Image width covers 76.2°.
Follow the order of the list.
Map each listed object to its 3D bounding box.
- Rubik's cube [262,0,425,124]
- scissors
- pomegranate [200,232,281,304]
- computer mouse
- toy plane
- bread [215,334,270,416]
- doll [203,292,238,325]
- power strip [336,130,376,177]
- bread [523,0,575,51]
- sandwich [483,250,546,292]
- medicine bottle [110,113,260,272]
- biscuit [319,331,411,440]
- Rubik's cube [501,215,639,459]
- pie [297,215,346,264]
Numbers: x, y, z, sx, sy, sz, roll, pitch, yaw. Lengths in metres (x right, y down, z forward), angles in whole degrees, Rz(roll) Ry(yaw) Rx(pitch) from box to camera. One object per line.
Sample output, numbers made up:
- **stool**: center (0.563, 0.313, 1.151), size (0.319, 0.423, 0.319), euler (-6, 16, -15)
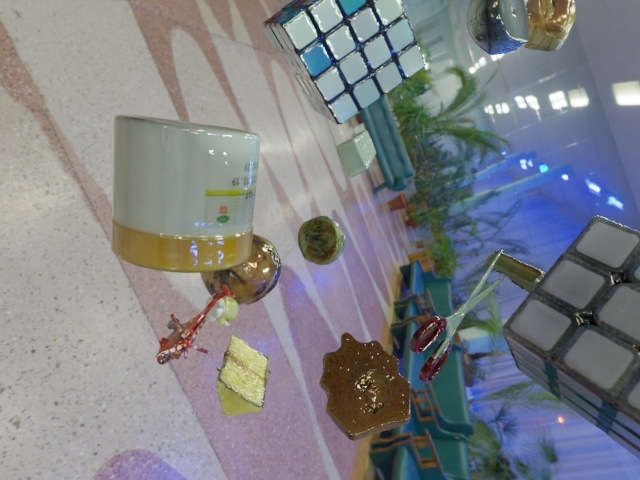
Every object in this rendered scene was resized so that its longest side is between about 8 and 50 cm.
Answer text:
- **Rubik's cube**: center (0.030, -0.284, 0.589), size (0.154, 0.155, 0.151), euler (53, 2, -32)
- **scissors**: center (0.237, 0.118, 0.680), size (0.017, 0.248, 0.144), euler (29, -26, 42)
- **pomegranate**: center (-0.311, 0.118, 1.625), size (0.322, 0.323, 0.321), euler (52, 27, -40)
- **computer mouse**: center (0.294, -0.373, 0.685), size (0.229, 0.069, 0.112), euler (-31, 111, -47)
- **toy plane**: center (-0.268, 0.169, 0.847), size (0.126, 0.077, 0.194), euler (38, 63, -41)
- **bread**: center (-0.253, 0.433, 1.303), size (0.178, 0.141, 0.266), euler (25, 18, -9)
- **doll**: center (-0.318, 0.221, 1.320), size (0.162, 0.062, 0.105), euler (45, 51, -69)
- **power strip**: center (0.115, -0.267, 1.208), size (0.091, 0.063, 0.385), euler (64, 19, -12)
- **bread**: center (0.682, -0.670, 1.226), size (0.106, 0.140, 0.236), euler (91, 16, -56)
- **sandwich**: center (0.608, 0.105, 1.194), size (0.245, 0.063, 0.212), euler (37, 4, 20)
- **medicine bottle**: center (-0.230, -0.087, 0.709), size (0.238, 0.238, 0.231), euler (-33, 135, -69)
- **biscuit**: center (0.086, 0.290, 0.851), size (0.034, 0.183, 0.215), euler (97, -22, -48)
- **Rubik's cube**: center (0.579, 0.189, 0.773), size (0.304, 0.305, 0.301), euler (35, -9, 42)
- **pie**: center (0.000, 0.000, 1.496), size (0.041, 0.187, 0.186), euler (-1, 72, -70)
